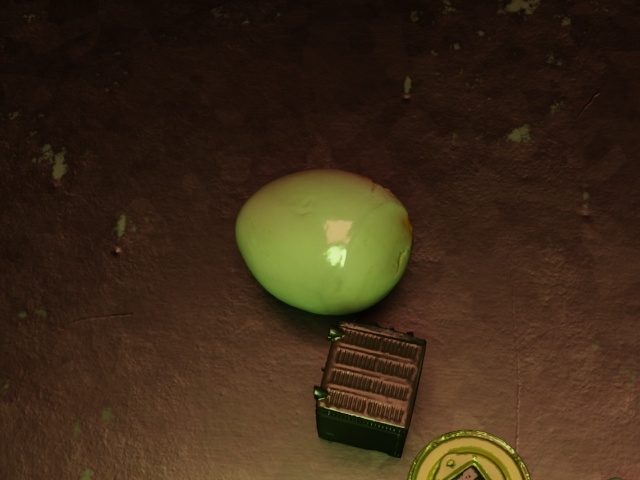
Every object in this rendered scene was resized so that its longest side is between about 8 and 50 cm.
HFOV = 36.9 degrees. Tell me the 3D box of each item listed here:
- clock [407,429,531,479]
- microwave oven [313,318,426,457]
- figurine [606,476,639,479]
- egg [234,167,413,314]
[{"bbox_3d":[0.271,0.453,1.739,0.236,0.057,0.237,-2,65,4],"label":"clock"},{"bbox_3d":[0.088,0.266,1.740,0.178,0.247,0.188,10,67,6],"label":"microwave oven"},{"bbox_3d":[0.513,0.516,1.557,0.167,0.370,0.282,3,104,1],"label":"figurine"},{"bbox_3d":[0.000,0.000,1.857,0.345,0.283,0.283,12,65,23],"label":"egg"}]
